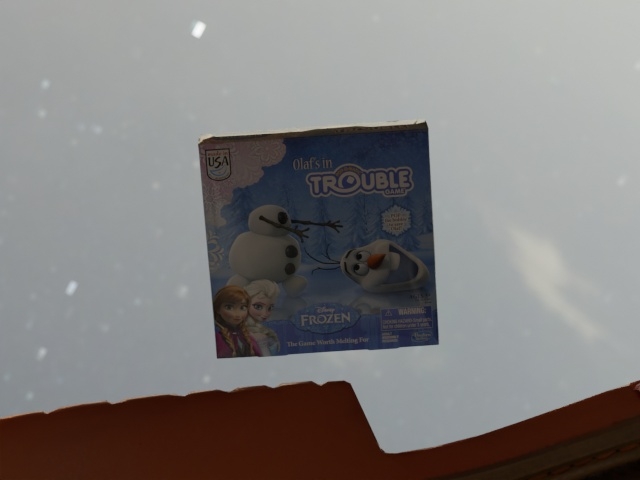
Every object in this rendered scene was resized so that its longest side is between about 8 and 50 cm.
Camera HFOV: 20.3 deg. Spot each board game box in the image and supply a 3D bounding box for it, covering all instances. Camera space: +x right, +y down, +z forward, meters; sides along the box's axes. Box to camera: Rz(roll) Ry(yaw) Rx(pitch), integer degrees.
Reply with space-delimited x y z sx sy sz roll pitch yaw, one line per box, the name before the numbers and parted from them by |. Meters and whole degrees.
board game box | 0.000 0.000 0.708 0.090 0.090 0.020 -4 -165 1

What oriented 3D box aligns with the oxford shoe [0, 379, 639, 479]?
oxford shoe | 0.075 0.102 0.431 0.363 0.130 0.133 -5 -110 -8
